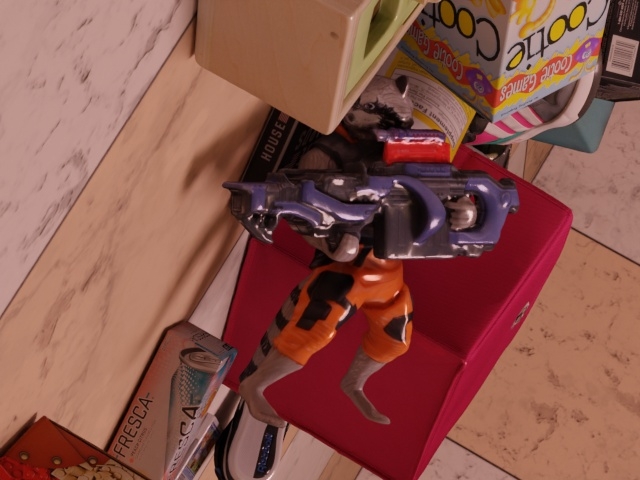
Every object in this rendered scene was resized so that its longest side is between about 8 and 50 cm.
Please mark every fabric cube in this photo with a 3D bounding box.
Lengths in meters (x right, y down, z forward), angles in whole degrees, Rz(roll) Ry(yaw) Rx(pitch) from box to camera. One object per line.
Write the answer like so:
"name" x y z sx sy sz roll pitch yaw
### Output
"fabric cube" 0.076 0.058 2.021 0.258 0.259 0.254 -51 167 -40

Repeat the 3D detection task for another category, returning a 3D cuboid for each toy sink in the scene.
"toy sink" 0.025 -0.221 1.393 0.234 0.131 0.153 -55 168 -29

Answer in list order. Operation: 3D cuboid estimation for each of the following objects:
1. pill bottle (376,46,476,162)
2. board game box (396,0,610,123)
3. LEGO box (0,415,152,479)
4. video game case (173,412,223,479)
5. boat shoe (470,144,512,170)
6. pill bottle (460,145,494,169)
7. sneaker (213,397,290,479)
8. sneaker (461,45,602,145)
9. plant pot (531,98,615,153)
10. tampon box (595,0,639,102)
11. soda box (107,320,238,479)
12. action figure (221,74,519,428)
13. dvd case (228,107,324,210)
"pill bottle" 0.091 -0.128 1.920 0.119 0.119 0.208 100 16 -61
"board game box" 0.177 -0.270 1.728 0.144 0.142 0.275 -28 144 -29
"LEGO box" -0.291 0.451 1.532 0.372 0.193 0.500 -48 164 -49
"video game case" -0.151 0.258 2.167 0.122 0.011 0.087 -58 169 -12
"boat shoe" 0.210 -0.117 2.474 0.073 0.080 0.223 -23 136 -65
"pill bottle" 0.107 0.037 2.333 0.176 0.176 0.318 -50 165 -44
"sneaker" -0.072 0.195 2.241 0.217 0.079 0.121 -67 -167 -23
"sneaker" 0.172 -0.170 2.064 0.295 0.178 0.123 142 -60 -67
"plant pot" 0.253 -0.238 2.253 0.165 0.166 0.234 -68 154 -13
"tampon box" 0.326 -0.220 2.076 0.161 0.101 0.120 -174 -84 -72
"soda box" -0.149 0.171 1.804 0.183 0.063 0.058 -63 171 13
"action figure" 0.000 0.000 1.729 0.341 0.178 0.330 10 99 -43
"dvd case" 0.002 -0.144 1.770 0.238 0.029 0.179 -65 168 22
